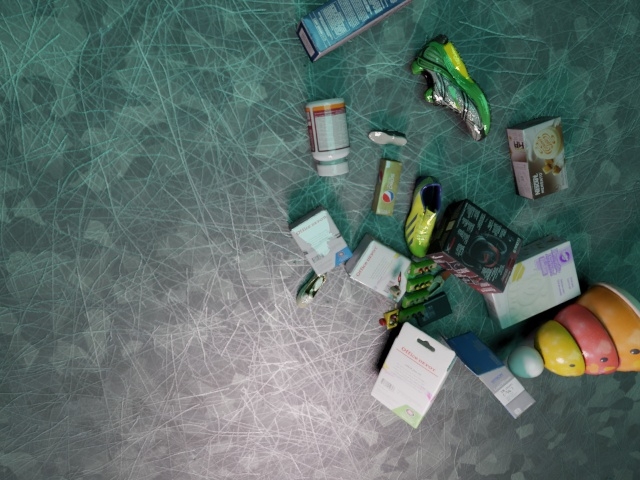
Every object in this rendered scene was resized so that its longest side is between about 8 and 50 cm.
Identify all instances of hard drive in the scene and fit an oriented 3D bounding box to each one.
[{"bbox_3d":[0.424,0.262,1.567,0.135,0.022,0.094,-24,109,-1],"label":"hard drive"}]

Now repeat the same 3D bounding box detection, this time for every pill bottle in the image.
[{"bbox_3d":[0.027,-0.317,1.268,0.121,0.121,0.221,-10,109,-6],"label":"pill bottle"}]

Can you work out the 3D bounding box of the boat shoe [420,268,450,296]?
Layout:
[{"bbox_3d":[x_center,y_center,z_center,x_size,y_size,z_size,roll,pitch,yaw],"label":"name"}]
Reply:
[{"bbox_3d":[0.430,0.155,1.524,0.137,0.043,0.049,-41,107,3],"label":"boat shoe"}]

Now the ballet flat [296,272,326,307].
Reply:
[{"bbox_3d":[-0.033,0.173,1.449,0.057,0.052,0.168,28,101,-16],"label":"ballet flat"}]

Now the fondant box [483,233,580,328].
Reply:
[{"bbox_3d":[0.778,0.152,1.552,0.330,0.096,0.238,-24,109,-2],"label":"fondant box"}]

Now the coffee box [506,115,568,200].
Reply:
[{"bbox_3d":[0.737,-0.280,1.406,0.141,0.098,0.246,-19,109,-3],"label":"coffee box"}]

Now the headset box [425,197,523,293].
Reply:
[{"bbox_3d":[0.538,0.032,1.410,0.293,0.110,0.218,32,73,-11],"label":"headset box"}]

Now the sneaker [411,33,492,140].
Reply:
[{"bbox_3d":[0.410,-0.452,1.298,0.146,0.134,0.343,-37,100,10],"label":"sneaker"}]

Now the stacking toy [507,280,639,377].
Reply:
[{"bbox_3d":[0.930,0.393,1.536,0.480,0.350,0.350,-25,110,5],"label":"stacking toy"}]

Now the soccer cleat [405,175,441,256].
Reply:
[{"bbox_3d":[0.350,-0.073,1.397,0.094,0.121,0.289,0,107,-10],"label":"soccer cleat"}]

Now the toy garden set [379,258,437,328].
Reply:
[{"bbox_3d":[0.310,0.193,1.423,0.204,0.049,0.244,-12,124,-29],"label":"toy garden set"}]

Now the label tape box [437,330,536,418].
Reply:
[{"bbox_3d":[0.616,0.464,1.546,0.106,0.240,0.333,-42,109,5],"label":"label tape box"}]

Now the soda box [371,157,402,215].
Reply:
[{"bbox_3d":[0.219,-0.177,1.374,0.058,0.061,0.181,6,106,-11],"label":"soda box"}]

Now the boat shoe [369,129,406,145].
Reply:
[{"bbox_3d":[0.218,-0.339,1.336,0.125,0.038,0.046,6,148,-5],"label":"boat shoe"}]

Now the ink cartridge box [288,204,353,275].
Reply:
[{"bbox_3d":[0.000,0.000,1.384,0.140,0.082,0.190,-31,108,1],"label":"ink cartridge box"}]

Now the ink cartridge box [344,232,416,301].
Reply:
[{"bbox_3d":[0.214,0.094,1.443,0.212,0.093,0.154,28,101,-19],"label":"ink cartridge box"}]

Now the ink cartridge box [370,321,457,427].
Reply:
[{"bbox_3d":[0.344,0.461,1.487,0.207,0.119,0.353,31,117,26],"label":"ink cartridge box"}]

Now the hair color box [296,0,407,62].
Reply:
[{"bbox_3d":[0.109,-0.642,1.151,0.347,0.174,0.105,-31,108,1],"label":"hair color box"}]
